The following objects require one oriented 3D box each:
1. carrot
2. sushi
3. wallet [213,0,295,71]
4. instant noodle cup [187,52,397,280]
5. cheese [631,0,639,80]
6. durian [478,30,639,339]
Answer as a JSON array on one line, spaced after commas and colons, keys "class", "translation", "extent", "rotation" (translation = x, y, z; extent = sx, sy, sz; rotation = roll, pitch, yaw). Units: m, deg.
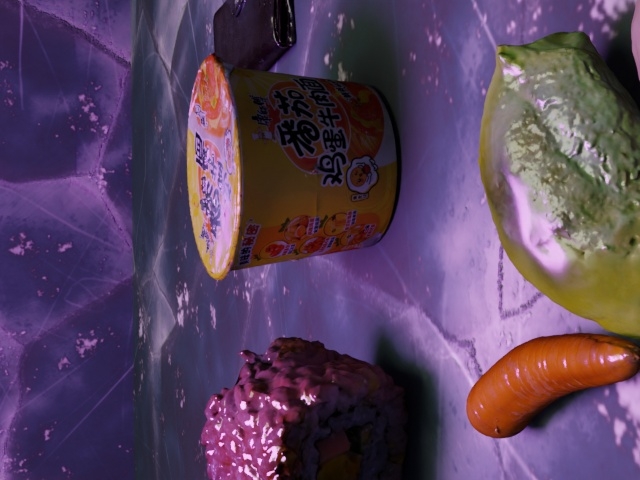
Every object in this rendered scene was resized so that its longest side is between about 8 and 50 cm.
[{"class": "carrot", "translation": [0.181, 0.105, 0.731], "extent": [0.062, 0.066, 0.271], "rotation": [53, 153, 11]}, {"class": "sushi", "translation": [-0.015, 0.254, 1.045], "extent": [0.171, 0.237, 0.270], "rotation": [14, 106, 43]}, {"class": "wallet", "translation": [-0.116, -0.344, 1.499], "extent": [0.318, 0.045, 0.172], "rotation": [162, 103, -67]}, {"class": "instant noodle cup", "translation": [-0.038, -0.084, 1.104], "extent": [0.264, 0.200, 0.264], "rotation": [178, 90, -70]}, {"class": "cheese", "translation": [0.280, -0.110, 0.378], "extent": [0.328, 0.130, 0.351], "rotation": [112, 151, -42]}, {"class": "durian", "translation": [0.186, -0.034, 0.665], "extent": [0.139, 0.101, 0.250], "rotation": [139, 120, -62]}]
